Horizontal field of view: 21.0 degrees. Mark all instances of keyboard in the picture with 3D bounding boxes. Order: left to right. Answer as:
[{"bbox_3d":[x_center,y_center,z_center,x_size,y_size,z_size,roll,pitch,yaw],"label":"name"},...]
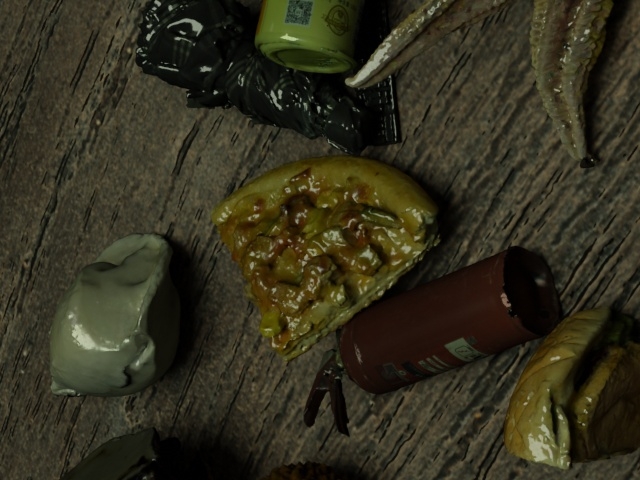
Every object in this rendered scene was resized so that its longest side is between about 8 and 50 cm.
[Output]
[{"bbox_3d":[0.060,-0.208,2.034,0.060,0.018,0.196,-6,91,41],"label":"keyboard"}]

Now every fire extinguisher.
[{"bbox_3d":[0.108,0.126,1.960,0.337,0.106,0.147,-26,45,37],"label":"fire extinguisher"}]

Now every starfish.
[{"bbox_3d":[0.238,-0.258,1.728,0.132,0.398,0.384,-114,39,-48],"label":"starfish"}]

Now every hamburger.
[{"bbox_3d":[0.253,0.157,1.799,0.135,0.207,0.155,8,104,34],"label":"hamburger"}]

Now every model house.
[{"bbox_3d":[-0.198,0.399,2.209,0.317,0.297,0.282,-40,102,20],"label":"model house"}]

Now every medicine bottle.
[{"bbox_3d":[0.002,-0.318,1.973,0.124,0.124,0.239,2,77,38],"label":"medicine bottle"}]

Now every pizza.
[{"bbox_3d":[-0.001,-0.028,2.038,0.258,0.087,0.268,-39,43,12],"label":"pizza"}]

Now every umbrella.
[{"bbox_3d":[-0.072,-0.213,2.077,0.336,0.128,0.154,17,120,31],"label":"umbrella"}]

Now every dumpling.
[{"bbox_3d":[-0.280,0.093,2.257,0.243,0.175,0.227,-8,60,23],"label":"dumpling"}]

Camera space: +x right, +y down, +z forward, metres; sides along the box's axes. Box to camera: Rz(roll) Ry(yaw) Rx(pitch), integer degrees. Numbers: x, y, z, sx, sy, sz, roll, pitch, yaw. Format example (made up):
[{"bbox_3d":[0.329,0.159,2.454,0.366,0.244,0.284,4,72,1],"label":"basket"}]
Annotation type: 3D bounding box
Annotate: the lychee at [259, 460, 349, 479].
[{"bbox_3d":[-0.010,0.374,2.041,0.200,0.200,0.238,-61,39,25],"label":"lychee"}]
